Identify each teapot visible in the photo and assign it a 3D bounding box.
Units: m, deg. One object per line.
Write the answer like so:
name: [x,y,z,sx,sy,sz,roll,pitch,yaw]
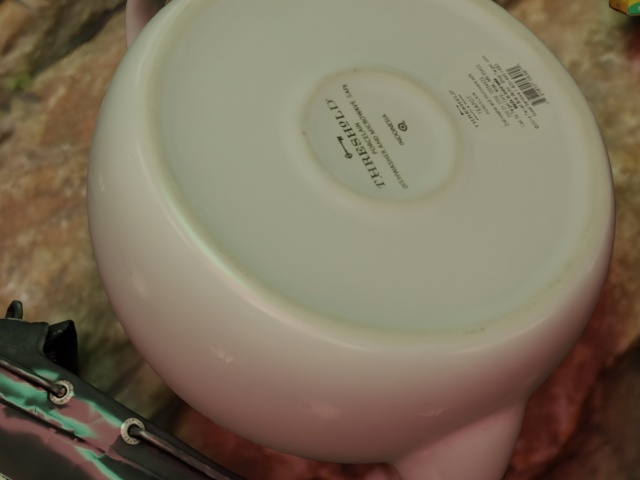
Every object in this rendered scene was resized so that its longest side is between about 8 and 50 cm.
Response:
teapot: [0.000,0.000,0.782,0.252,0.187,0.256,19,55,-5]

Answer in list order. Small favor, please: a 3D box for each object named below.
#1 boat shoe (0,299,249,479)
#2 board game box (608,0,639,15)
boat shoe: [-0.143,0.092,0.823,0.340,0.127,0.113,29,56,22]
board game box: [0.196,-0.241,0.785,0.124,0.039,0.259,-7,106,-9]
